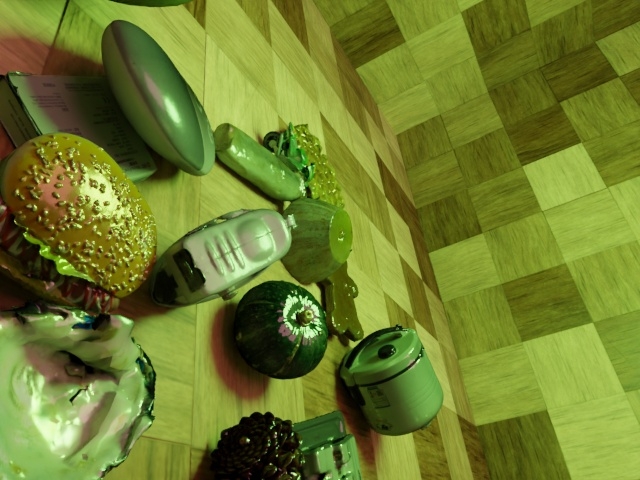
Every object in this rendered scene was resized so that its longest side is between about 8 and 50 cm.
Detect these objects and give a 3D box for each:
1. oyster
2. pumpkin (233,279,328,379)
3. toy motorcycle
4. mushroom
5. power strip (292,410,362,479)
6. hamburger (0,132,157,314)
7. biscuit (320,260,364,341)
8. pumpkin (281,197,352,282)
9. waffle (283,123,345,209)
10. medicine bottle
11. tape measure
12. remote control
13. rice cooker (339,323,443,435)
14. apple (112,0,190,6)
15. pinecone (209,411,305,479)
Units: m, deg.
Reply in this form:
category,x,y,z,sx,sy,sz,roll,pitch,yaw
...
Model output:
category,x,y,z,sx,sy,sz,roll,pitch,yaw
oyster,-0.266,0.152,0.515,0.259,0.092,0.198,-27,96,-63
pumpkin,-0.070,0.162,0.897,0.190,0.146,0.190,54,23,-36
toy motorcycle,-0.075,-0.212,1.312,0.190,0.106,0.074,63,21,-16
mushroom,-0.136,-0.169,1.168,0.312,0.081,0.100,30,41,-52
power strip,0.024,0.459,0.910,0.251,0.092,0.257,26,49,-65
hamburger,-0.278,-0.015,0.560,0.173,0.116,0.210,-61,138,-30
biscuit,0.046,0.131,1.348,0.197,0.049,0.302,39,36,-50
pumpkin,0.008,-0.006,1.206,0.217,0.110,0.218,15,71,-48
waffle,-0.018,-0.218,1.508,0.302,0.068,0.325,66,16,-2
medicine bottle,-0.334,-0.148,0.692,0.171,0.052,0.201,64,20,-11
tape measure,-0.153,0.028,0.759,0.236,0.197,0.120,-29,92,-49
remote control,-0.251,-0.216,0.795,0.221,0.103,0.332,62,-1,1
rice cooker,0.174,0.344,1.232,0.244,0.226,0.226,65,21,-12
apple,-0.281,-0.597,0.729,0.474,0.473,0.474,51,27,-38
pinecone,-0.086,0.324,0.716,0.140,0.140,0.121,-62,137,-64
